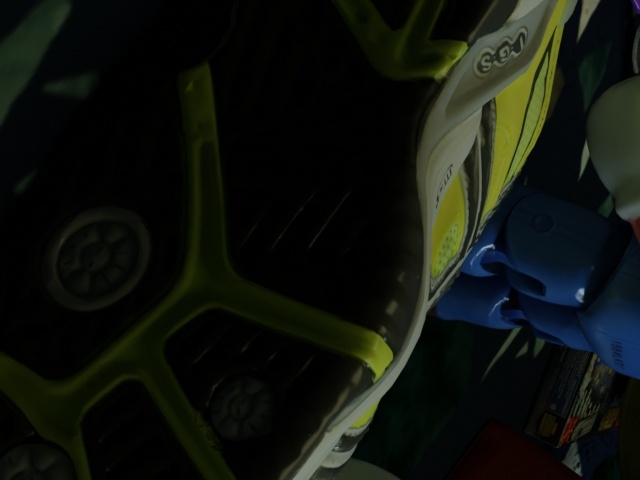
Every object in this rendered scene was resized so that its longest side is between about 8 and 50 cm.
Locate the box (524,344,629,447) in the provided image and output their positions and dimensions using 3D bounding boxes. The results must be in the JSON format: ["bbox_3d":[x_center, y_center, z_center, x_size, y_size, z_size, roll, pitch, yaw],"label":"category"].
[{"bbox_3d":[0.185,0.084,1.232,0.137,0.027,0.094,-2,114,-63],"label":"box"}]

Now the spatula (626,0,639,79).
[{"bbox_3d":[0.191,-0.116,1.067,0.084,0.030,0.296,-56,153,-26],"label":"spatula"}]

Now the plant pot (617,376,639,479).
[{"bbox_3d":[0.377,0.145,1.303,0.353,0.366,0.366,13,99,-59],"label":"plant pot"}]

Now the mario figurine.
[{"bbox_3d":[0.198,0.018,0.851,0.198,0.320,0.170,-10,121,-62],"label":"mario figurine"}]

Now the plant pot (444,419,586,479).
[{"bbox_3d":[0.138,0.319,1.094,0.267,0.235,0.267,-48,149,-34],"label":"plant pot"}]

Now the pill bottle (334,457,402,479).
[{"bbox_3d":[-0.003,0.208,0.856,0.119,0.119,0.208,-45,147,-39],"label":"pill bottle"}]

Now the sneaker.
[{"bbox_3d":[0.000,0.000,0.657,0.385,0.145,0.147,-56,153,-18],"label":"sneaker"}]
